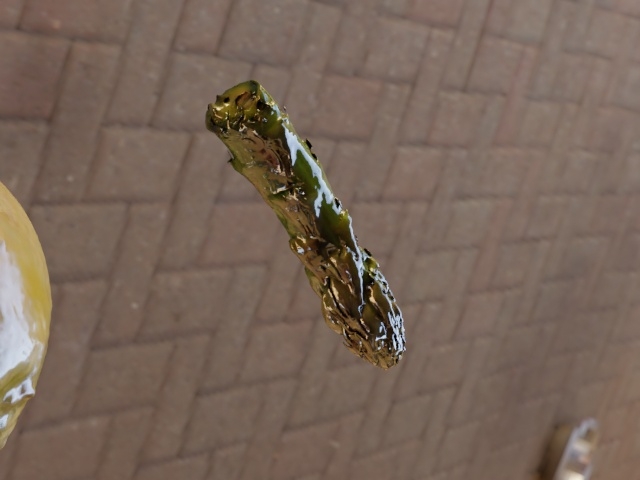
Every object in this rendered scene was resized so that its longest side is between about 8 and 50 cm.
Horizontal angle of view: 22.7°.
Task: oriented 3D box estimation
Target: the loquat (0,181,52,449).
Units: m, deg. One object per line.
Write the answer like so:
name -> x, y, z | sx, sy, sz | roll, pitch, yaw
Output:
loquat -> -0.197, 0.023, 0.635 | 0.172, 0.204, 0.149 | -26, 143, 1

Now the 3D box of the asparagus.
asparagus -> 0.000, 0.000, 0.709 | 0.036, 0.030, 0.165 | -35, 122, -10
